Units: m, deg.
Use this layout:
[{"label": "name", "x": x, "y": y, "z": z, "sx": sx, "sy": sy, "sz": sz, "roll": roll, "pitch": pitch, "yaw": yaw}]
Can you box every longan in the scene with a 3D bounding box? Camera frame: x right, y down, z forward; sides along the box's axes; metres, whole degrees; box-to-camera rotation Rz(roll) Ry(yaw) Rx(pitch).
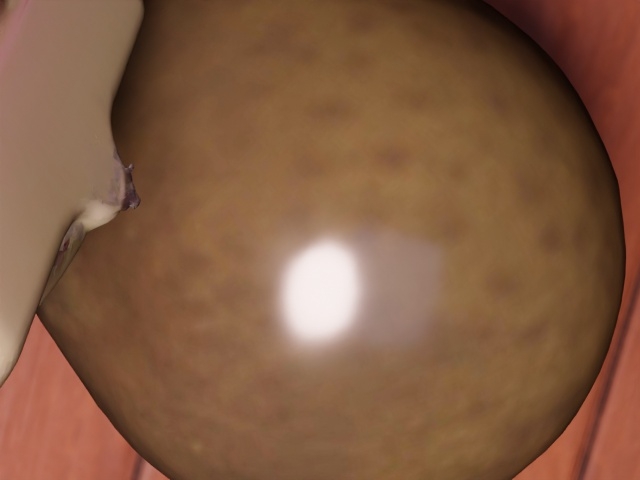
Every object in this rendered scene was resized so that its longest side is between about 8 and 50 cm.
[{"label": "longan", "x": 0.000, "y": 0.000, "z": 0.791, "sx": 0.258, "sy": 0.258, "sz": 0.258, "roll": -6, "pitch": 108, "yaw": -19}]

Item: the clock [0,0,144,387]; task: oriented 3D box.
[{"label": "clock", "x": -0.218, "y": 0.006, "z": 0.657, "sx": 0.309, "sy": 0.284, "sz": 0.114, "roll": -25, "pitch": 121, "yaw": 23}]
